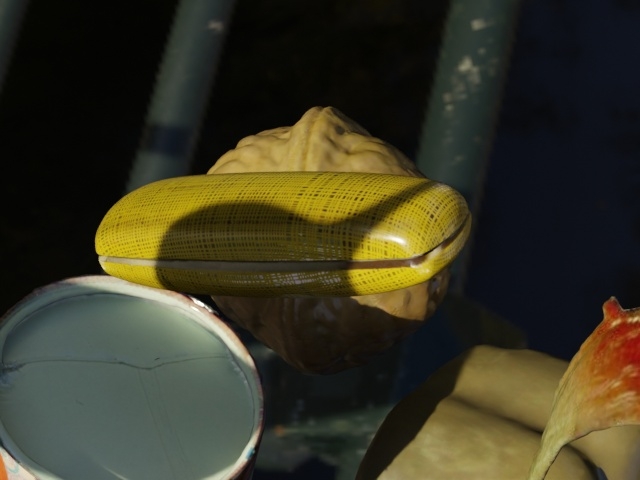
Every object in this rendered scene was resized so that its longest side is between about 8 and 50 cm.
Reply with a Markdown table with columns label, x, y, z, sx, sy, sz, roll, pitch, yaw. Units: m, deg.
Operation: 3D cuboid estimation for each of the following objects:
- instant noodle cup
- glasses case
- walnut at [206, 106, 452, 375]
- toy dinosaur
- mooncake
| label | x | y | z | sx | sy | sz | roll | pitch | yaw |
| --- | --- | --- | --- | --- | --- | --- | --- | --- | --- |
| instant noodle cup | -0.152 | 0.169 | 1.206 | 0.243 | 0.231 | 0.243 | 10 | 47 | -11 |
| glasses case | -0.027 | -0.005 | 1.000 | 0.079 | 0.234 | 0.064 | -43 | 125 | -49 |
| walnut | 0.000 | 0.000 | 1.447 | 0.228 | 0.228 | 0.228 | 6 | 81 | -42 |
| toy dinosaur | 0.264 | 0.093 | 0.952 | 0.113 | 0.327 | 0.206 | 54 | 10 | -47 |
| mooncake | 0.174 | 0.279 | 1.426 | 0.378 | 0.201 | 0.378 | -21 | 116 | -52 |
